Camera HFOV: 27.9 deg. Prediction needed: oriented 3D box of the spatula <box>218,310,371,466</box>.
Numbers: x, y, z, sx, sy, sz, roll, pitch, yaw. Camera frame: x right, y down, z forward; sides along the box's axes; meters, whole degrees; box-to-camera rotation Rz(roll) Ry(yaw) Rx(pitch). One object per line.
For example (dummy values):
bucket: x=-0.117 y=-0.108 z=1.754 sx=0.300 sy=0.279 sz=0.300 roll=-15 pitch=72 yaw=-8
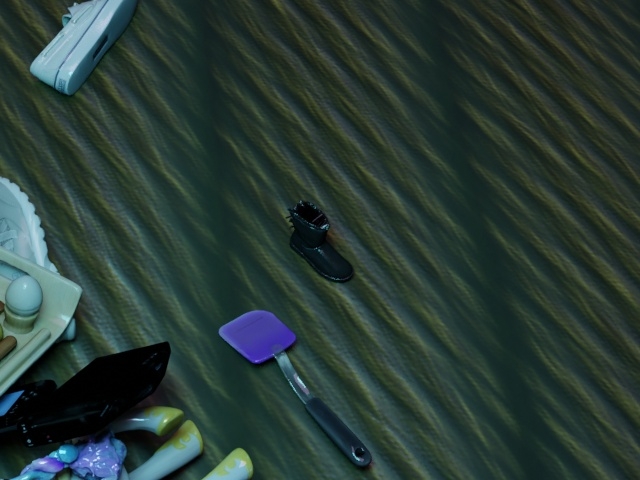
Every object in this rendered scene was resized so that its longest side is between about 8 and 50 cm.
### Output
spatula: x=-0.026 y=0.204 z=1.799 sx=0.084 sy=0.030 sz=0.296 roll=-30 pitch=64 yaw=-27

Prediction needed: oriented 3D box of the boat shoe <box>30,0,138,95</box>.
boat shoe: x=-0.379 y=-0.350 z=2.097 sx=0.084 sy=0.095 sz=0.258 roll=26 pitch=55 yaw=6

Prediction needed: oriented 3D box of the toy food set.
toy food set: x=-0.471 y=0.097 z=1.640 sx=0.219 sy=0.092 sz=0.306 roll=26 pitch=32 yaw=8

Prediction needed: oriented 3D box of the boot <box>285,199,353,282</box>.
boot: x=0.001 y=0.000 z=1.901 sx=0.121 sy=0.099 sz=0.045 roll=37 pitch=61 yaw=17

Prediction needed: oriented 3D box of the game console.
game console: x=-0.367 y=0.211 z=1.622 sx=0.361 sy=0.044 sz=0.213 roll=-15 pitch=11 yaw=19

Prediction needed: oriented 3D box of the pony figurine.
pony figurine: x=-0.246 y=0.359 z=1.547 sx=0.363 sy=0.303 sz=0.351 roll=-14 pitch=47 yaw=-31

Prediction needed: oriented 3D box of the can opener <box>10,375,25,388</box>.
can opener: x=-0.481 y=0.148 z=1.774 sx=0.186 sy=0.073 sz=0.059 roll=31 pitch=19 yaw=11

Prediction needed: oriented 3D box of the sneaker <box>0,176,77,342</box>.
sneaker: x=-0.441 y=0.028 z=1.822 sx=0.115 sy=0.105 sz=0.281 roll=-19 pitch=61 yaw=-19
